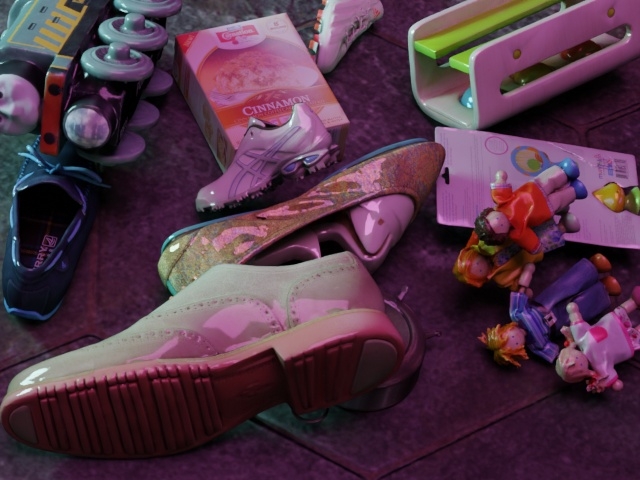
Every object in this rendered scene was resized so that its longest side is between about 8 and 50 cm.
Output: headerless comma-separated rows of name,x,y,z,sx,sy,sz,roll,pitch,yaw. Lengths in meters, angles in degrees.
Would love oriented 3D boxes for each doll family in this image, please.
doll family,0.234,0.051,1.980,0.163,0.118,0.263,-31,91,-25

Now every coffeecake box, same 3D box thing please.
coffeecake box,-0.071,-0.164,2.125,0.142,0.068,0.185,-15,55,-20

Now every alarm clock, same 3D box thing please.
alarm clock,0.033,0.121,1.917,0.129,0.064,0.192,32,56,15

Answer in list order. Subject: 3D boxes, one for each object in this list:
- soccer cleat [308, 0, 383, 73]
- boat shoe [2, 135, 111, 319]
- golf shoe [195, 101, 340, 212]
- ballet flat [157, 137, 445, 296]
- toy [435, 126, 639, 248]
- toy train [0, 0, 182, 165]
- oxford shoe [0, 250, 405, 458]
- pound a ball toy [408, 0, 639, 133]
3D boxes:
soccer cleat,0.036,-0.271,2.237,0.076,0.068,0.196,16,47,-1
boat shoe,-0.277,-0.035,1.966,0.109,0.089,0.258,4,50,-8
golf shoe,-0.068,-0.091,2.013,0.086,0.176,0.069,65,20,-3
ballet flat,0.000,0.000,1.975,0.348,0.123,0.123,-21,58,-19
toy,0.242,-0.048,2.094,0.237,0.056,0.137,5,53,-6
toy train,-0.264,-0.193,2.029,0.190,0.142,0.334,10,29,2
oxford shoe,-0.124,0.110,1.837,0.397,0.140,0.146,-10,51,-10
pound a ball toy,0.247,-0.245,2.234,0.319,0.135,0.208,-25,34,-27
